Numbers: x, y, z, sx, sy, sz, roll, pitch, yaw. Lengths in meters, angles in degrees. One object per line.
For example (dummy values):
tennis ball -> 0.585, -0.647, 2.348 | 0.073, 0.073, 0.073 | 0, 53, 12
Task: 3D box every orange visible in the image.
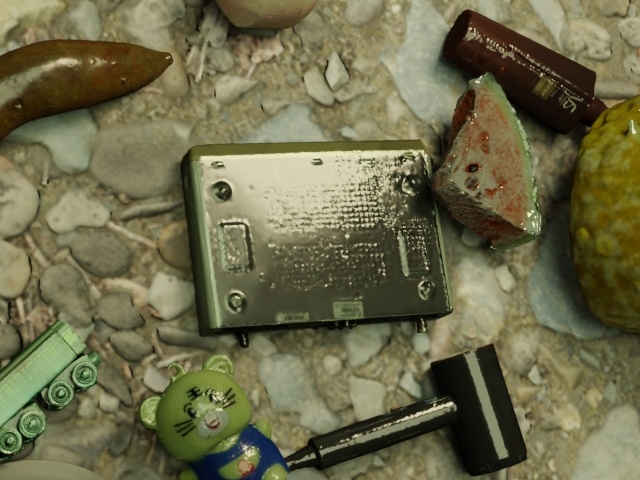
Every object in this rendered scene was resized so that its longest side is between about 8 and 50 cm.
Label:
orange -> 0.443, -0.039, 1.719 | 0.369, 0.210, 0.271 | -11, 90, -25

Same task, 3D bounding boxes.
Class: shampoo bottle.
shampoo bottle -> 0.245, -0.170, 1.755 | 0.236, 0.068, 0.067 | 27, 43, -15

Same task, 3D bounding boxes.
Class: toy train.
toy train -> -0.271, 0.143, 1.479 | 0.071, 0.038, 0.148 | 47, 66, -3

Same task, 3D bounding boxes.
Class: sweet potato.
sweet potato -> -0.289, -0.120, 1.513 | 0.346, 0.079, 0.108 | -39, 107, -22

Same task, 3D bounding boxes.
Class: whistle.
whistle -> -0.084, 0.214, 1.514 | 0.105, 0.085, 0.227 | -32, 91, -17

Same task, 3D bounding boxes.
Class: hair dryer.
hair dryer -> 0.082, 0.203, 1.608 | 0.255, 0.070, 0.128 | -19, 86, -18

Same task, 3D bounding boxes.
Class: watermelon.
watermelon -> 0.156, -0.076, 1.680 | 0.139, 0.071, 0.187 | -13, 88, -46

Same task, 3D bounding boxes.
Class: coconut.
coconut -> -0.065, -0.268, 1.633 | 0.124, 0.110, 0.110 | 3, 76, -25

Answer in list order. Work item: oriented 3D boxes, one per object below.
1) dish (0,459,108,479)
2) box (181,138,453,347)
dish -> -0.245, 0.323, 1.421 | 0.260, 0.085, 0.260 | 6, 76, -22
box -> 0.000, 0.000, 1.622 | 0.270, 0.045, 0.210 | -1, 77, -23
